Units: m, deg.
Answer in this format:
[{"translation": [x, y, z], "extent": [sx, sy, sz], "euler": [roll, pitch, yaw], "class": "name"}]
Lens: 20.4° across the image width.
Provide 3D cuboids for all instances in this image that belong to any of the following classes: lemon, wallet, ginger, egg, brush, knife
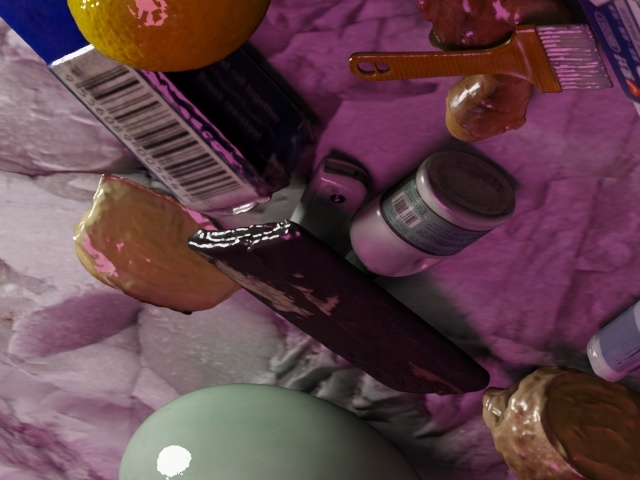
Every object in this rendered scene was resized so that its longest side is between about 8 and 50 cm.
[{"translation": [-0.123, -0.229, 1.488], "extent": [0.203, 0.178, 0.178], "euler": [-4, 134, 39], "class": "lemon"}, {"translation": [0.019, 0.075, 1.825], "extent": [0.170, 0.044, 0.321], "euler": [-1, 150, 48], "class": "wallet"}, {"translation": [0.282, 0.235, 1.836], "extent": [0.276, 0.130, 0.221], "euler": [31, 156, 9], "class": "ginger"}, {"translation": [-0.049, 0.310, 2.050], "extent": [0.389, 0.276, 0.276], "euler": [17, 145, 14], "class": "egg"}, {"translation": [0.124, -0.145, 1.452], "extent": [0.218, 0.010, 0.082], "euler": [0, 144, 25], "class": "brush"}, {"translation": [-0.003, -0.001, 1.822], "extent": [0.073, 0.040, 0.265], "euler": [19, 147, -3], "class": "knife"}, {"translation": [0.133, -0.161, 1.489], "extent": [0.133, 0.059, 0.214], "euler": [24, 149, -5], "class": "ginger"}, {"translation": [-0.179, 0.017, 1.946], "extent": [0.193, 0.115, 0.122], "euler": [29, 169, -11], "class": "ginger"}]

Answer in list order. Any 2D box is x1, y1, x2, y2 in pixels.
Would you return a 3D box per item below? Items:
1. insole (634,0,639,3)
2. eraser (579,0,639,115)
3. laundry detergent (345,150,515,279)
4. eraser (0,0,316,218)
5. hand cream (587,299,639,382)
[{"translation": [0.130, -0.253, 1.319], "extent": [0.322, 0.007, 0.109], "euler": [33, 152, 34], "class": "insole"}, {"translation": [0.273, -0.153, 1.352], "extent": [0.124, 0.068, 0.210], "euler": [23, 153, 50], "class": "eraser"}, {"translation": [0.089, -0.011, 1.705], "extent": [0.099, 0.070, 0.226], "euler": [16, 153, -21], "class": "laundry detergent"}, {"translation": [-0.162, -0.165, 1.671], "extent": [0.332, 0.101, 0.155], "euler": [47, 145, -21], "class": "eraser"}, {"translation": [0.333, 0.066, 1.644], "extent": [0.079, 0.048, 0.255], "euler": [31, 145, -11], "class": "hand cream"}]
